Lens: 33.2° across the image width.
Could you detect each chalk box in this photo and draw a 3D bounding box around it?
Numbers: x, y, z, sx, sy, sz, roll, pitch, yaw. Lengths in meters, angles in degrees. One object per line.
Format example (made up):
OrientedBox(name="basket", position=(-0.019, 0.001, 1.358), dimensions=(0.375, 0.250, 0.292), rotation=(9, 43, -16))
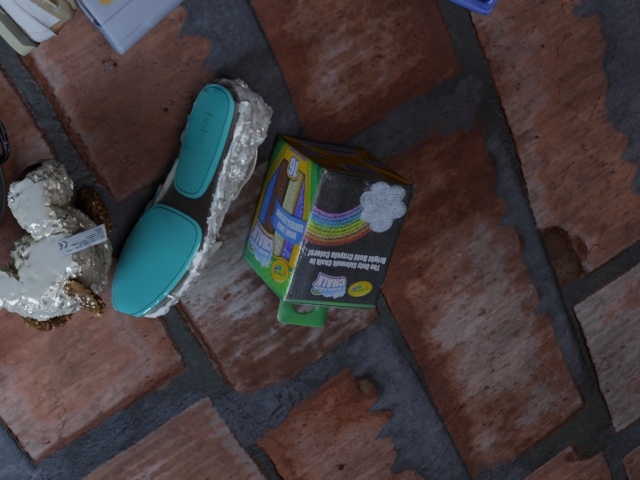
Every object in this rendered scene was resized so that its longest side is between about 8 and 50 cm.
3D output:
OrientedBox(name="chalk box", position=(0.000, 0.000, 1.748), dimensions=(0.180, 0.179, 0.289), rotation=(8, 110, -30))

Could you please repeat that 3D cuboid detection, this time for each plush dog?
OrientedBox(name="plush dog", position=(-0.371, 0.036, 1.560), dimensions=(0.210, 0.225, 0.262), rotation=(30, 92, 5))

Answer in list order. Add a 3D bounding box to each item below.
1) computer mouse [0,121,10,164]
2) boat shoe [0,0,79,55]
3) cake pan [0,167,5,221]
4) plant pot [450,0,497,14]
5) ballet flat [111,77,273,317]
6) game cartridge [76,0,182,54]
OrientedBox(name="computer mouse", position=(-0.510, -0.193, 1.480), dimensions=(0.071, 0.041, 0.242), rotation=(-41, 125, -5))
OrientedBox(name="boat shoe", position=(-0.417, -0.369, 1.317), dimensions=(0.103, 0.113, 0.302), rotation=(-33, 136, 4))
OrientedBox(name="cake pan", position=(-0.584, -0.046, 1.486), dimensions=(0.293, 0.054, 0.293), rotation=(-12, 123, -19))
OrientedBox(name="plant pot", position=(0.160, -0.495, 1.575), dimensions=(0.236, 0.212, 0.236), rotation=(17, 104, -31))
OrientedBox(name="ballet flat", position=(-0.182, -0.052, 1.664), dimensions=(0.147, 0.147, 0.409), rotation=(20, 102, -33))
OrientedBox(name="game cartridge", position=(-0.284, -0.424, 1.454), dimensions=(0.198, 0.062, 0.297), rotation=(-42, 131, -7))
